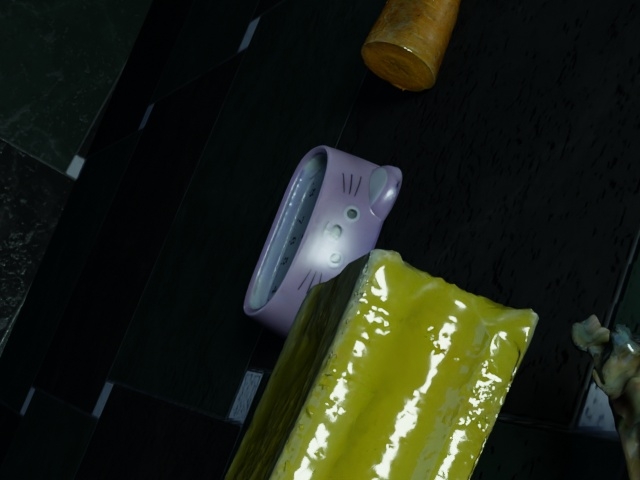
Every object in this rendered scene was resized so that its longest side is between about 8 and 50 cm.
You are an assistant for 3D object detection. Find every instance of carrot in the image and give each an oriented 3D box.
[{"bbox_3d":[0.096,-0.216,0.958,0.061,0.061,0.209,-23,40,64],"label":"carrot"}]

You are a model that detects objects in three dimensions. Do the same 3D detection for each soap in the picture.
[{"bbox_3d":[-0.016,0.166,0.627,0.314,0.091,0.199,-65,7,-11],"label":"soap"}]

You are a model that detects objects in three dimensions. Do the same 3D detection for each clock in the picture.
[{"bbox_3d":[0.000,0.000,0.934,0.110,0.050,0.152,-13,54,67],"label":"clock"}]

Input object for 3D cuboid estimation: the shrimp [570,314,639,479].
[{"bbox_3d":[0.126,0.123,0.429,0.254,0.059,0.145,-123,54,-68],"label":"shrimp"}]
